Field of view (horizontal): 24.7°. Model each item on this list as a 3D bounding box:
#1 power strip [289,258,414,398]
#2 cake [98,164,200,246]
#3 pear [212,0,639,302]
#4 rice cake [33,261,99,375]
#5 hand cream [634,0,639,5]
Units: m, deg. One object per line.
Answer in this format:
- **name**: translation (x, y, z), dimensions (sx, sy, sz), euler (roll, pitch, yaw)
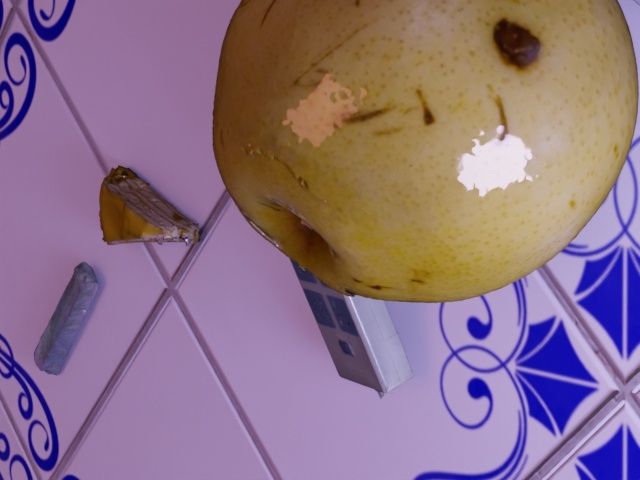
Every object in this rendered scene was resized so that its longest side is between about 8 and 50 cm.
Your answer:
- **power strip**: translation (0.000, 0.000, 1.457), dimensions (0.106, 0.043, 0.367), euler (11, 127, 62)
- **cake**: translation (-0.229, -0.010, 1.805), dimensions (0.185, 0.079, 0.116), euler (39, 123, 34)
- **pear**: translation (0.083, -0.111, 1.207), dimensions (0.348, 0.348, 0.348), euler (13, 107, 48)
- **rice cake**: translation (-0.347, 0.110, 2.002), dimensions (0.211, 0.034, 0.043), euler (-58, 46, 40)
- **hand cream**: translation (0.303, -0.207, 1.144), dimensions (0.336, 0.076, 0.121), euler (44, 130, 28)
